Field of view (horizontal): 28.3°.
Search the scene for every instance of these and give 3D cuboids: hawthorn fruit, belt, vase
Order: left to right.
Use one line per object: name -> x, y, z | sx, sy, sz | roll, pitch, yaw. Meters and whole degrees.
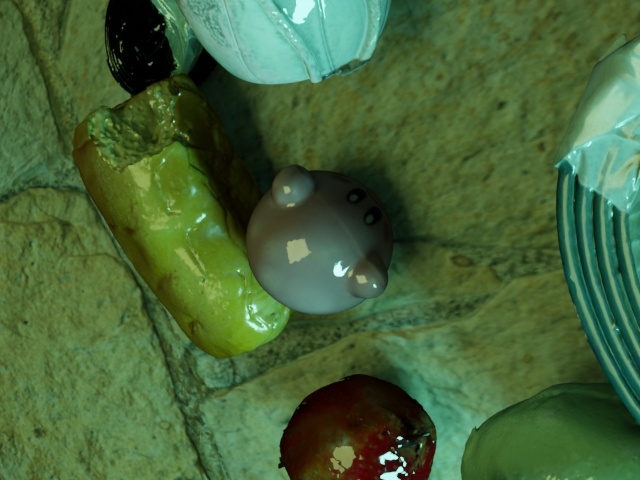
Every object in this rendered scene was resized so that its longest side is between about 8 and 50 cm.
belt -> -0.191, -0.260, 1.561 | 0.151, 0.078, 0.198 | 51, 134, 18
vase -> -0.069, -0.372, 1.201 | 0.250, 0.250, 0.445 | 21, 143, 37
hawthorn fruit -> 0.063, 0.243, 1.472 | 0.235, 0.181, 0.181 | -28, 87, 48
belt -> 0.368, 0.017, 1.044 | 0.300, 0.173, 0.436 | -23, 89, 37

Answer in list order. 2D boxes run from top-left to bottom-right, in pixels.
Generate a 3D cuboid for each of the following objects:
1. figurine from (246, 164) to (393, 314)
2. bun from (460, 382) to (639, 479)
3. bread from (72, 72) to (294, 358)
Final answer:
figurine -> 0.000, 0.000, 1.421 | 0.173, 0.173, 0.173 | 21, 121, 38
bun -> 0.294, 0.227, 1.220 | 0.293, 0.187, 0.293 | 27, 159, 11
bread -> -0.164, -0.022, 1.539 | 0.195, 0.149, 0.344 | -20, 107, 46
